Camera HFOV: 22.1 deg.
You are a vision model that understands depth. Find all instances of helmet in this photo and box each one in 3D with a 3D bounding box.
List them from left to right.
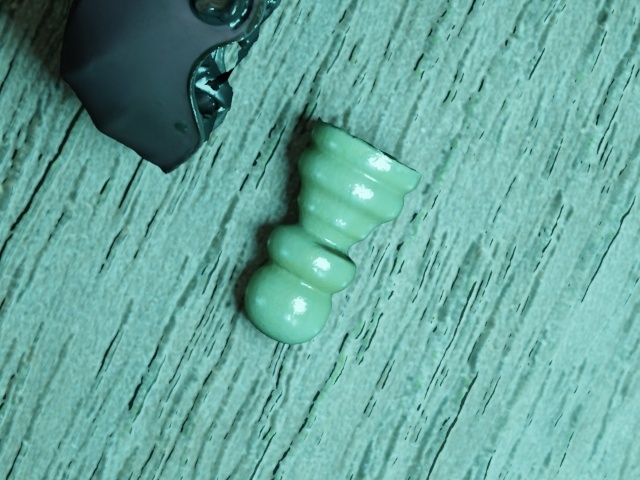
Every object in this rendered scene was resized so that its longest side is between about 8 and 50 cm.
[{"bbox_3d":[-0.147,-0.247,1.704,0.197,0.271,0.338,25,106,-1],"label":"helmet"}]

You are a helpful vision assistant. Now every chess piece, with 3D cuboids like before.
[{"bbox_3d":[0.000,0.000,1.821,0.133,0.133,0.243,28,95,-11],"label":"chess piece"}]
